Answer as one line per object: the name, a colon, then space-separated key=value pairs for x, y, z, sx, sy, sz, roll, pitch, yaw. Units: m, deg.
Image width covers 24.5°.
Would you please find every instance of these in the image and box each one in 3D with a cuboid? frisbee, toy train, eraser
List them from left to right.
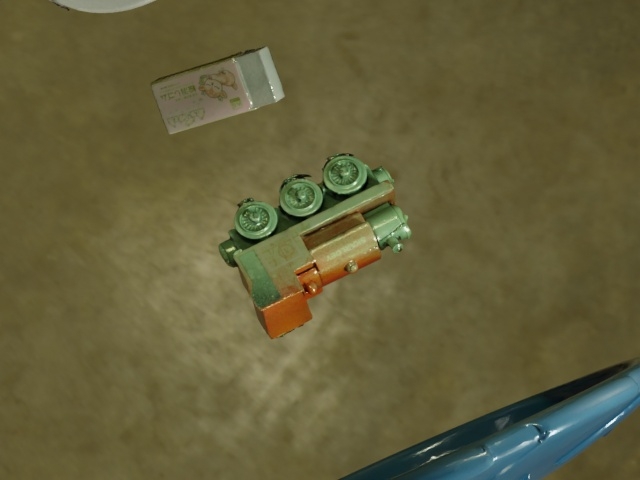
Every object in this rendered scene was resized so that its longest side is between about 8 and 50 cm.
eraser: x=-0.067 y=-0.097 z=0.955 sx=0.083 sy=0.019 sz=0.038 roll=-14 pitch=101 yaw=26
toy train: x=0.000 y=0.000 z=1.339 sx=0.176 sy=0.118 sz=0.074 roll=-25 pitch=151 yaw=-9
frisbee: x=0.077 y=0.125 z=0.792 sx=0.242 sy=0.242 sz=0.045 roll=-21 pitch=85 yaw=-19

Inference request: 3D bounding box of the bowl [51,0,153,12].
bowl: x=-0.238 y=-0.440 z=1.643 sx=0.345 sy=0.157 sz=0.345 roll=-30 pitch=143 yaw=-25
